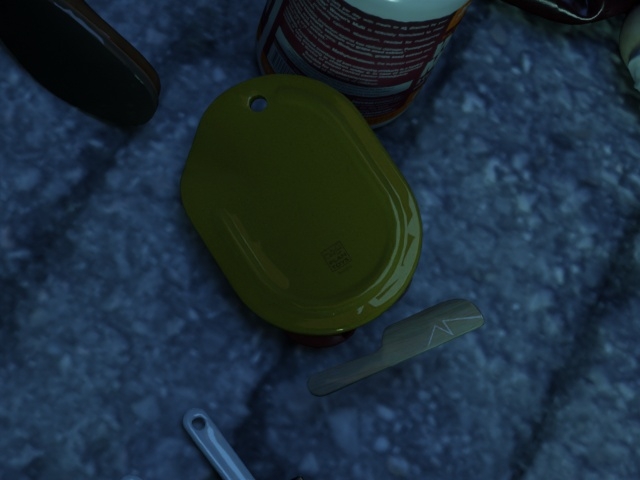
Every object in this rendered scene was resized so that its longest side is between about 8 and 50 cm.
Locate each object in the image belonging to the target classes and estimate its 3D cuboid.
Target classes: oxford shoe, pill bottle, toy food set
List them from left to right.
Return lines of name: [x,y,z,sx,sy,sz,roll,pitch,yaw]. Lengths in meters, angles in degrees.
oxford shoe: [-0.177,-0.159,1.160,0.212,0.076,0.076,40,50,6]
toy food set: [0.000,0.000,1.138,0.128,0.071,0.218,-31,72,-2]
pill bottle: [0.038,-0.171,1.137,0.121,0.221,0.121,6,63,-13]

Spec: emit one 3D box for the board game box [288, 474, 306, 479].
board game box: [0.008,0.275,0.983,0.165,0.042,0.243,-41,92,-28]

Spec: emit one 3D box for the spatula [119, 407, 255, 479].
spatula: [-0.053,0.225,1.030,0.168,0.019,0.242,-33,78,-26]

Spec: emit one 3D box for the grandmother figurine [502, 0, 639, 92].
grandmother figurine: [0.193,-0.234,1.291,0.208,0.104,0.342,-32,78,1]
